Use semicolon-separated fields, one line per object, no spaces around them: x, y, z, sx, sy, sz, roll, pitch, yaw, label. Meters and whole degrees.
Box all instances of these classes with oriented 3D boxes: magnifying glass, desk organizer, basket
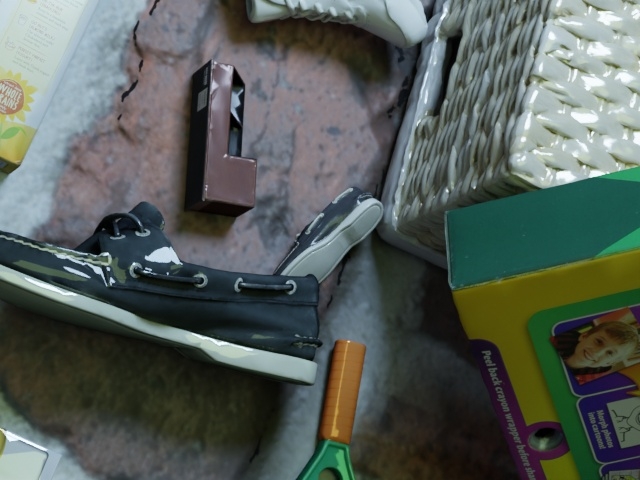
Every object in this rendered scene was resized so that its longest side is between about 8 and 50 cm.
0.009;0.201;1.619;0.092;0.026;0.231;15;72;-19;magnifying glass
-0.085;-0.089;1.636;0.050;0.047;0.130;9;75;-23;desk organizer
0.271;-0.114;1.672;0.331;0.266;0.328;22;71;-15;basket

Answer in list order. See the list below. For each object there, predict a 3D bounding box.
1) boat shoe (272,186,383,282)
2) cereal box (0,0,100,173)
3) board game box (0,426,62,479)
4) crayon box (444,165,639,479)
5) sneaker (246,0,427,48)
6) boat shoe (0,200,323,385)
0.000;0.000;1.655;0.125;0.046;0.038;-44;54;-10;boat shoe
-0.285;-0.200;1.571;0.173;0.047;0.240;28;72;-15;cereal box
-0.350;0.267;1.438;0.193;0.053;0.305;27;69;-15;board game box
0.302;0.100;1.531;0.313;0.363;0.106;-14;40;12;crayon box
-0.014;-0.230;1.686;0.232;0.090;0.115;33;74;-3;sneaker
-0.143;0.027;1.533;0.340;0.127;0.113;18;80;-21;boat shoe
